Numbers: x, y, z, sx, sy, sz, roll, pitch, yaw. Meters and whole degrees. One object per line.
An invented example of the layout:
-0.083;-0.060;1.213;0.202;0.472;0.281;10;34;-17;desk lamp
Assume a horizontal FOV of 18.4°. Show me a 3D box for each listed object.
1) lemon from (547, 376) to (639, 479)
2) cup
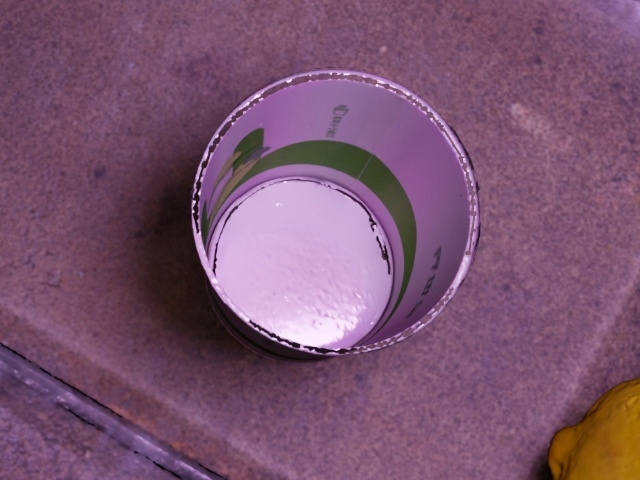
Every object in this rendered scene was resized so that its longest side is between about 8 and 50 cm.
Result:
0.347;0.247;1.794;0.260;0.260;0.284;-43;85;-14;lemon
0.000;0.000;1.800;0.253;0.274;0.253;1;78;-7;cup
